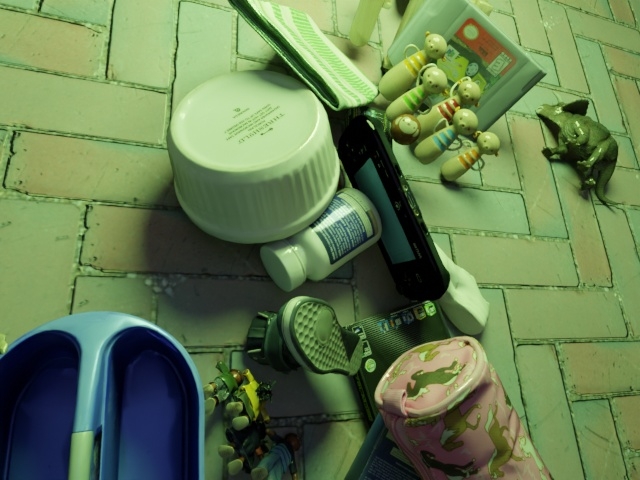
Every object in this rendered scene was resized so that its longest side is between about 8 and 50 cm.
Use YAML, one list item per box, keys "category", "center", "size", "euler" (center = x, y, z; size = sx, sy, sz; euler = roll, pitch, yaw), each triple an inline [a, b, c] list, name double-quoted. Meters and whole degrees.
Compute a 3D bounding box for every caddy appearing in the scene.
- category: "caddy"
  center: [-0.255, 0.256, 0.467]
  size: [0.241, 0.179, 0.342]
  euler: [0, 72, -19]

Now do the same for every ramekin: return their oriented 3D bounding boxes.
- category: "ramekin"
  center: [-0.104, -0.142, 0.638]
  size: [0.272, 0.127, 0.273]
  euler: [-1, 57, 1]

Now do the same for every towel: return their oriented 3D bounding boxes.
- category: "towel"
  center: [-0.007, -0.335, 0.746]
  size: [0.248, 0.038, 0.325]
  euler: [46, 26, -2]

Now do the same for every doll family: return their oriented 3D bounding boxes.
- category: "doll family"
  center: [-0.089, 0.254, 0.582]
  size: [0.075, 0.111, 0.193]
  euler: [-21, 85, 12]

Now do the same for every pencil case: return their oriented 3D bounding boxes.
- category: "pencil case"
  center: [0.220, 0.320, 0.567]
  size: [0.387, 0.159, 0.167]
  euler: [61, 22, -9]

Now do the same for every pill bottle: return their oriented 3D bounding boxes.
- category: "pill bottle"
  center: [0.000, 0.000, 0.688]
  size: [0.186, 0.112, 0.112]
  euler: [-32, 85, -27]

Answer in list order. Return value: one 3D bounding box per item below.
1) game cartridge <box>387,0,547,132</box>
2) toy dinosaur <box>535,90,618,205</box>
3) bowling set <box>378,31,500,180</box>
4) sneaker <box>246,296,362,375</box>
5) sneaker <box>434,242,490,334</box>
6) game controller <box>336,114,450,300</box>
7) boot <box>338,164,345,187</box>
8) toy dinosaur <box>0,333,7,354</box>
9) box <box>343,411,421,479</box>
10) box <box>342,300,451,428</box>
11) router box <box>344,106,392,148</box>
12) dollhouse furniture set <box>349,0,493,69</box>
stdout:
- category: "game cartridge"
  center: [0.296, -0.361, 0.875]
  size: [0.294, 0.196, 0.060]
  euler: [29, 42, -18]
- category: "toy dinosaur"
  center: [0.651, -0.227, 1.008]
  size: [0.160, 0.121, 0.313]
  euler: [-43, 85, -14]
- category: "bowling set"
  center: [0.225, -0.234, 0.782]
  size: [0.287, 0.154, 0.200]
  euler: [50, 31, -6]
- category: "sneaker"
  center: [-0.050, 0.130, 0.571]
  size: [0.163, 0.226, 0.086]
  euler: [5, 65, 25]
- category: "sneaker"
  center: [0.242, 0.069, 0.785]
  size: [0.094, 0.080, 0.212]
  euler: [-40, 95, -39]
- category: "game controller"
  center: [0.115, -0.049, 0.703]
  size: [0.067, 0.166, 0.320]
  euler: [-24, 87, -5]
- category: "boot"
  center: [-0.024, -0.144, 0.766]
  size: [0.084, 0.059, 0.158]
  euler: [-40, 84, -19]
- category: "toy dinosaur"
  center: [-0.438, 0.112, 0.477]
  size: [0.267, 0.064, 0.118]
  euler: [-21, 61, 14]
- category: "box"
  center: [0.127, 0.324, 0.628]
  size: [0.136, 0.036, 0.225]
  euler: [38, 73, -17]
- category: "box"
  center: [0.145, 0.208, 0.707]
  size: [0.190, 0.045, 0.184]
  euler: [-13, 76, -23]
- category: "router box"
  center: [0.096, -0.207, 0.838]
  size: [0.091, 0.038, 0.123]
  euler: [10, 68, -17]
- category: "dollhouse furniture set"
  center: [0.210, -0.544, 0.995]
  size: [0.302, 0.174, 0.356]
  euler: [16, 41, -10]
